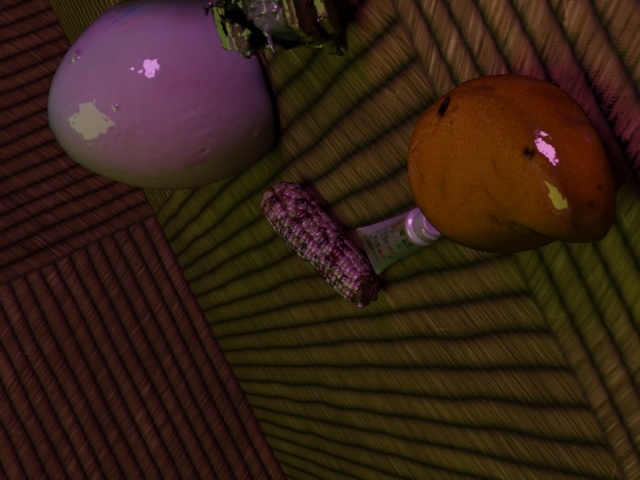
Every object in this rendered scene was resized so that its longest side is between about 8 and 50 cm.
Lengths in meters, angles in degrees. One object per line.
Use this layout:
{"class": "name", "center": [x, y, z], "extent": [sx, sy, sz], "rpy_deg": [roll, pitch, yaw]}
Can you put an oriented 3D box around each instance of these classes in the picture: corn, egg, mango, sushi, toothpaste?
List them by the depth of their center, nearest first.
{"class": "mango", "center": [0.182, -0.071, 0.850], "extent": [0.295, 0.120, 0.177], "rpy_deg": [9, 116, 66]}
{"class": "sushi", "center": [-0.060, -0.292, 1.183], "extent": [0.291, 0.131, 0.139], "rpy_deg": [12, 125, 57]}
{"class": "toothpaste", "center": [0.107, -0.002, 1.243], "extent": [0.056, 0.058, 0.314], "rpy_deg": [20, 169, -10]}
{"class": "corn", "center": [0.000, 0.000, 1.474], "extent": [0.280, 0.092, 0.092], "rpy_deg": [45, 154, 35]}
{"class": "egg", "center": [-0.298, -0.241, 1.552], "extent": [0.354, 0.340, 0.354], "rpy_deg": [54, 160, 29]}
